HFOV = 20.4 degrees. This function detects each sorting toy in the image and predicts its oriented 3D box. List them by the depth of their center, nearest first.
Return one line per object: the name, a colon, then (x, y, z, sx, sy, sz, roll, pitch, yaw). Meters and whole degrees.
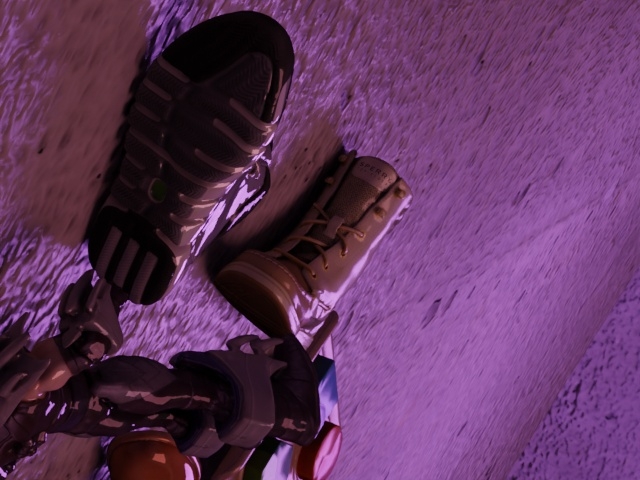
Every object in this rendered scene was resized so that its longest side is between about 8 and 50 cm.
sorting toy: (-0.052, 0.236, 1.624, 0.307, 0.041, 0.229, -55, 158, -36)

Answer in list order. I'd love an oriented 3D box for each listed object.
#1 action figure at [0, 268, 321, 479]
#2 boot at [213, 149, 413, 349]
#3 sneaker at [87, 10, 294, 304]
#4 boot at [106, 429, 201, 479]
action figure: (-0.144, 0.096, 1.102, 0.285, 0.099, 0.185, 5, 150, -41)
boot: (0.000, 0.000, 1.396, 0.165, 0.077, 0.213, -52, 167, -6)
sneaker: (-0.062, -0.070, 1.121, 0.132, 0.086, 0.228, -40, 168, -52)
boot: (-0.131, 0.251, 1.379, 0.197, 0.073, 0.152, 87, 4, -49)
